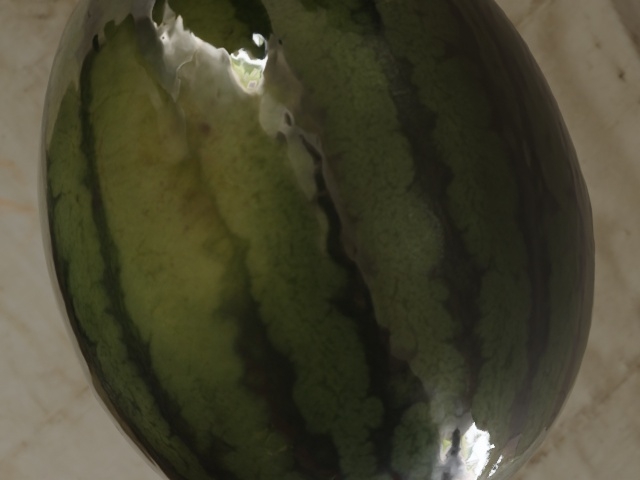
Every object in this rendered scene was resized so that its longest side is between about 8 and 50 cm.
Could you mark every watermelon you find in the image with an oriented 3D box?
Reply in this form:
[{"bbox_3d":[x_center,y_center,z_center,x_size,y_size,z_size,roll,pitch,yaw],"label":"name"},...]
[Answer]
[{"bbox_3d":[0.000,0.000,0.587,0.279,0.279,0.359,122,-46,-81],"label":"watermelon"}]
